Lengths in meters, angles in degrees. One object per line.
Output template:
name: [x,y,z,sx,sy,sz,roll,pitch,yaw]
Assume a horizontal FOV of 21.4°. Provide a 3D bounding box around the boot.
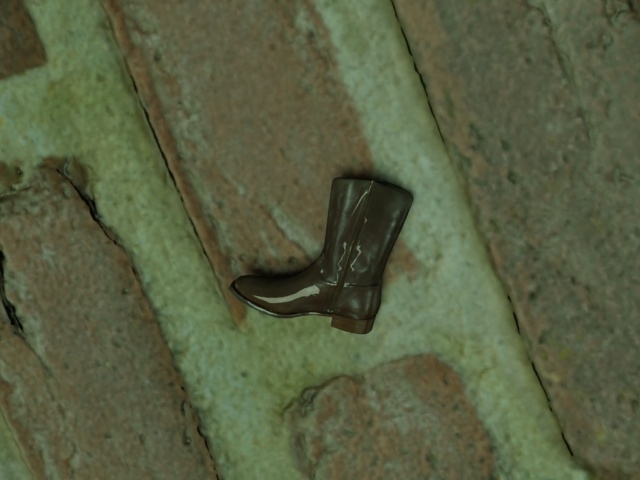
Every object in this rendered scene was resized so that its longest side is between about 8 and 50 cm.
boot: [0.000,0.000,1.135,0.106,0.037,0.114,12,118,-3]
